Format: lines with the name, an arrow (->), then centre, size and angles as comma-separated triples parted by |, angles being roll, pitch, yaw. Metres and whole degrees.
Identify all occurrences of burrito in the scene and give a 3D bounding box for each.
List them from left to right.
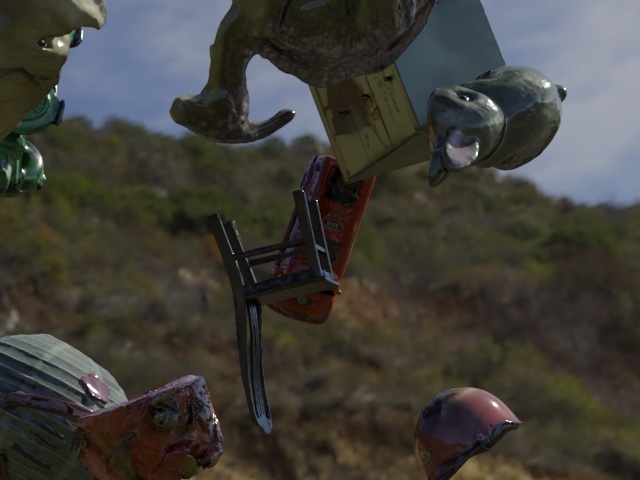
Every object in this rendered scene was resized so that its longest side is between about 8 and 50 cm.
burrito -> -0.290, -0.179, 1.334 | 0.135, 0.190, 0.332 | -15, -11, -33

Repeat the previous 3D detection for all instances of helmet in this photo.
helmet -> 0.084, 0.123, 1.117 | 0.084, 0.049, 0.065 | -31, -10, -37

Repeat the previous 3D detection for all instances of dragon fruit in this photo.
dragon fruit -> -0.151, 0.188, 1.626 | 0.147, 0.102, 0.096 | -30, 12, -19

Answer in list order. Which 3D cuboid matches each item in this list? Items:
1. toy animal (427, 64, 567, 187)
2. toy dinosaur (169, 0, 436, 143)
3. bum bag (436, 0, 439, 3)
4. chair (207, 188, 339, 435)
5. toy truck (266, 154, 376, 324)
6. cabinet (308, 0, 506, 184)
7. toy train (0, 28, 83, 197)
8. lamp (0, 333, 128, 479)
toy animal -> 0.166, -0.125, 1.807 | 0.138, 0.108, 0.236 | -29, -8, 25
toy dinosaur -> 0.002, -0.189, 1.335 | 0.294, 0.077, 0.162 | -26, -53, -5
bum bag -> 0.093, -0.267, 1.755 | 0.197, 0.049, 0.087 | -3, -15, 39
chair -> -0.031, 0.070, 1.648 | 0.101, 0.213, 0.084 | -15, -8, 9
toy truck -> 0.000, 0.000, 2.656 | 0.107, 0.253, 0.114 | 19, -5, -10
cabinet -> 0.099, -0.177, 2.050 | 0.150, 0.145, 0.206 | -17, -8, -30
toy train -> -0.371, -0.169, 1.864 | 0.201, 0.266, 0.145 | 15, -41, -11
lamp -> -0.360, 0.243, 2.219 | 0.265, 0.233, 0.233 | 31, -39, -28
